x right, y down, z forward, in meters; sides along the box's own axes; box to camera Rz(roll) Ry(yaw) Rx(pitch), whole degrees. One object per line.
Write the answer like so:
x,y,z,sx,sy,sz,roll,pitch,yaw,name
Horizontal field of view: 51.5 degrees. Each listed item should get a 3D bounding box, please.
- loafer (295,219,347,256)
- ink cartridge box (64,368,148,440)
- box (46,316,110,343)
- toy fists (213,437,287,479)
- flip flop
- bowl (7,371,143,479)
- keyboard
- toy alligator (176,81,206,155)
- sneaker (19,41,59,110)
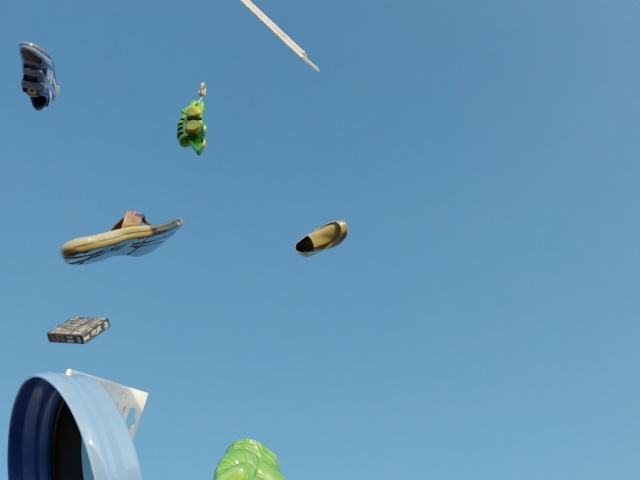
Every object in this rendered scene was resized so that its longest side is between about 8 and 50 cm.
0.000,0.000,1.568,0.148,0.050,0.056,-33,-103,28,loafer
-0.475,0.366,1.406,0.179,0.146,0.045,23,-39,-17,ink cartridge box
-0.418,0.154,1.148,0.083,0.067,0.018,-2,-71,24,box
-0.062,0.445,1.060,0.096,0.142,0.279,-36,-75,18,toy fists
-0.380,-0.016,1.287,0.112,0.277,0.080,-37,-104,38,flip flop
-0.381,0.395,1.021,0.077,0.391,0.391,-3,-51,-42,bowl
-0.097,-0.372,1.117,0.014,0.256,0.072,-45,-19,6,keyboard
-0.251,-0.235,1.288,0.051,0.190,0.056,-6,-35,1,toy alligator
-0.529,-0.304,1.239,0.053,0.059,0.144,14,-35,7,sneaker
